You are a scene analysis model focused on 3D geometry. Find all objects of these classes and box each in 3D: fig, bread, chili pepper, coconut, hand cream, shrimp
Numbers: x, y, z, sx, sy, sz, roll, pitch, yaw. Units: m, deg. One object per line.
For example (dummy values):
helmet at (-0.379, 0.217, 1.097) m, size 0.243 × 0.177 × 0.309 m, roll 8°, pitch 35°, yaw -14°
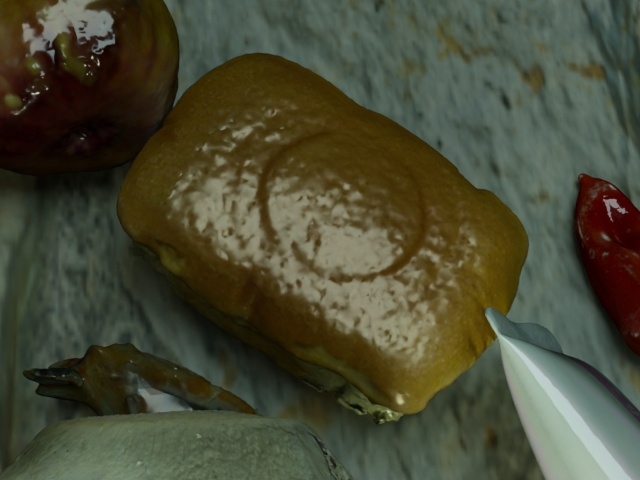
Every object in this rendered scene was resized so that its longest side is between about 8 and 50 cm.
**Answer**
fig at (-0.185, -0.149, 1.080) m, size 0.159 × 0.159 × 0.257 m, roll -11°, pitch 43°, yaw -21°
bread at (0.000, 0.000, 1.040) m, size 0.245 × 0.121 × 0.174 m, roll 36°, pitch 56°, yaw 4°
chili pepper at (0.215, 0.026, 1.126) m, size 0.059 × 0.050 × 0.191 m, roll -17°, pitch 57°, yaw -6°
coconut at (-0.076, 0.203, 0.852) m, size 0.224 × 0.224 × 0.234 m, roll -2°, pitch 89°, yaw -17°
hand cream at (0.212, 0.194, 0.977) m, size 0.118 × 0.185 × 0.358 m, roll -35°, pitch 73°, yaw 14°
shrimp at (-0.097, 0.132, 0.974) m, size 0.187 × 0.051 × 0.132 m, roll 33°, pitch 57°, yaw 1°
